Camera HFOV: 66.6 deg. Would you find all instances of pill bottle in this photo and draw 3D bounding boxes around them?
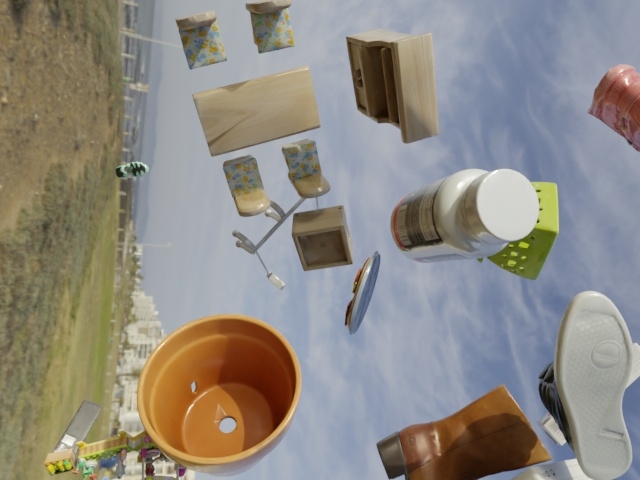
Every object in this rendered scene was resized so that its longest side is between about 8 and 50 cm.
[{"bbox_3d":[0.284,-0.047,1.000,0.318,0.176,0.176,162,-68,-73],"label":"pill bottle"}]

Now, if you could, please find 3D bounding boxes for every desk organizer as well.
[{"bbox_3d":[-0.552,0.436,1.108,0.050,0.047,0.130,-54,-167,39],"label":"desk organizer"}]

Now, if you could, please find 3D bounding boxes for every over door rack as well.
[{"bbox_3d":[-0.096,-0.028,1.291,0.108,0.239,0.324,39,-12,24],"label":"over door rack"}]

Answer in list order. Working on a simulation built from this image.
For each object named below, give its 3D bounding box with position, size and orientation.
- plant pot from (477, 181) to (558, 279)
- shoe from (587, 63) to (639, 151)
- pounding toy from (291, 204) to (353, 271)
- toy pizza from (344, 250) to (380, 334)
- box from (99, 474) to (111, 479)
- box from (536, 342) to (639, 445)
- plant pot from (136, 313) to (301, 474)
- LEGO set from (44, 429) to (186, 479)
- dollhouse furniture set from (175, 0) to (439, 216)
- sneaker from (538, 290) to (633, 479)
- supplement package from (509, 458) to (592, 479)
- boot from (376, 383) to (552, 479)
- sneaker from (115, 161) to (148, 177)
[{"bbox_3d":[0.595,-0.045,1.511,0.228,0.207,0.227,89,18,-47],"label":"plant pot"},{"bbox_3d":[0.337,-0.128,0.504,0.081,0.178,0.063,50,-63,28],"label":"shoe"},{"bbox_3d":[0.000,0.000,1.062,0.100,0.130,0.141,-88,166,-50],"label":"pounding toy"},{"bbox_3d":[0.093,0.117,1.118,0.201,0.032,0.201,17,90,-76],"label":"toy pizza"},{"bbox_3d":[-0.349,0.605,0.775,0.279,0.290,0.177,-40,154,-54],"label":"box"},{"bbox_3d":[0.698,0.389,1.243,0.067,0.324,0.063,48,-3,14],"label":"box"},{"bbox_3d":[-0.185,0.318,0.945,0.203,0.290,0.291,95,-15,-46],"label":"plant pot"},{"bbox_3d":[-0.376,0.445,0.949,0.132,0.287,0.107,-53,-141,38],"label":"LEGO set"},{"bbox_3d":[-0.023,-0.253,0.895,0.256,0.394,0.362,-122,-163,-60],"label":"dollhouse furniture set"},{"bbox_3d":[0.378,0.192,0.728,0.147,0.104,0.296,-92,167,-72],"label":"sneaker"},{"bbox_3d":[0.382,0.514,0.728,0.177,0.175,0.293,-51,-136,28],"label":"supplement package"},{"bbox_3d":[0.278,0.437,0.884,0.096,0.280,0.264,60,7,-60],"label":"boot"},{"bbox_3d":[-0.451,-0.177,1.214,0.069,0.098,0.038,-23,111,-64],"label":"sneaker"}]
